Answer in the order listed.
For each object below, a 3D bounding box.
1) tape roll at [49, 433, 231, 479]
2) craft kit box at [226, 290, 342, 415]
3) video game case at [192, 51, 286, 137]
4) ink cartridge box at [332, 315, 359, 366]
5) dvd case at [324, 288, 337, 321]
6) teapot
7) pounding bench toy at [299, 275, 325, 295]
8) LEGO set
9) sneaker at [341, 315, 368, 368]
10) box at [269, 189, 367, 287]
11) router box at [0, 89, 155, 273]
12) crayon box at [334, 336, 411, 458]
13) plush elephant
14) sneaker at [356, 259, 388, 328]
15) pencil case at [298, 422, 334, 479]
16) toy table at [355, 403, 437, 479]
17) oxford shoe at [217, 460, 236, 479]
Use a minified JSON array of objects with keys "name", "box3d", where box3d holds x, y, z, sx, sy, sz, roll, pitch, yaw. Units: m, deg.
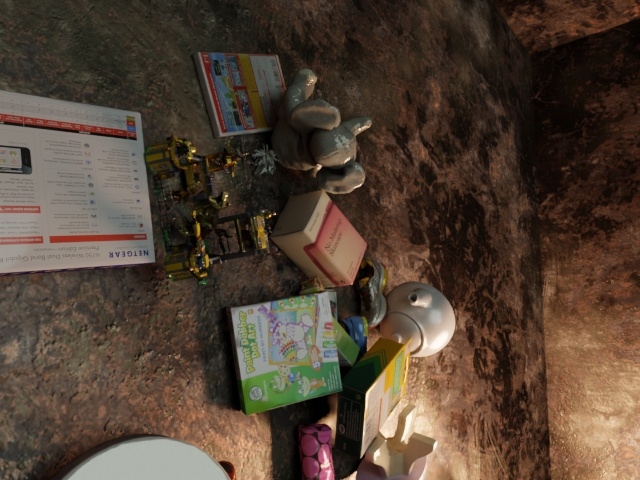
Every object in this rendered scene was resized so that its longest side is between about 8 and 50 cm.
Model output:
[{"name":"tape roll","box3d":[-0.321,0.540,0.952,0.392,0.072,0.392,9,74,-32]},{"name":"craft kit box","box3d":[-0.083,0.259,1.303,0.247,0.061,0.249,-9,89,-20]},{"name":"video game case","box3d":[-0.186,-0.377,1.410,0.285,0.025,0.204,-21,100,-50]},{"name":"ink cartridge box","box3d":[0.001,0.248,1.443,0.209,0.109,0.062,52,46,-30]},{"name":"dvd case","box3d":[0.016,0.197,1.547,0.087,0.013,0.119,8,75,-49]},{"name":"teapot","box3d":[0.271,0.263,1.675,0.187,0.253,0.256,-33,100,-44]},{"name":"pounding bench toy","box3d":[-0.036,0.140,1.470,0.065,0.083,0.052,-88,155,-67]},{"name":"LEGO set","box3d":[-0.207,-0.075,1.142,0.255,0.192,0.331,16,65,-74]},{"name":"sneaker","box3d":[0.094,0.322,1.588,0.082,0.069,0.209,-4,95,-19]},{"name":"box","box3d":[0.000,0.000,1.478,0.232,0.127,0.148,48,49,-33]},{"name":"router box","box3d":[-0.471,-0.095,0.966,0.335,0.082,0.301,-2,84,-50]},{"name":"crayon box","box3d":[0.148,0.408,1.503,0.323,0.083,0.203,-29,127,-56]},{"name":"plush elephant","box3d":[0.008,-0.267,1.414,0.330,0.255,0.271,-51,136,-36]},{"name":"sneaker","box3d":[0.144,0.161,1.663,0.093,0.088,0.225,31,51,-37]},{"name":"pencil case","box3d":[-0.002,0.571,1.392,0.098,0.095,0.209,-3,85,-19]},{"name":"toy table","box3d":[0.201,0.589,1.531,0.274,0.252,0.160,-37,128,-60]},{"name":"oxford shoe","box3d":[-0.237,0.592,1.120,0.271,0.097,0.098,-66,149,-26]}]
